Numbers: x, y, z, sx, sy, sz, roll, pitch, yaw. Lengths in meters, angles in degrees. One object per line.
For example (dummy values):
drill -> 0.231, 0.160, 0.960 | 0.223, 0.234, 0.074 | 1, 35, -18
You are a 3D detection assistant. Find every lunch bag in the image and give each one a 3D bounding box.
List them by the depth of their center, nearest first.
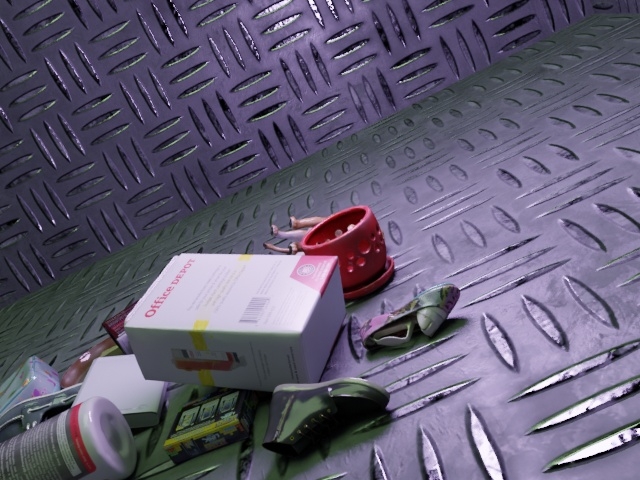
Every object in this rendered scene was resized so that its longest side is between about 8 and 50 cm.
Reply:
lunch bag -> -0.839, 0.449, 1.918 | 0.224, 0.108, 0.279 | -51, 20, -13

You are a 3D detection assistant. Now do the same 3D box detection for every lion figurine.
lion figurine -> 0.000, 0.000, 1.916 | 0.240, 0.142, 0.392 | -3, 0, -23

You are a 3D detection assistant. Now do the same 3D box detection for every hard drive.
hard drive -> -0.476, 0.359, 1.662 | 0.203, 0.040, 0.307 | -4, 16, -5

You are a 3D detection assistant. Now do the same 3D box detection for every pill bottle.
pill bottle -> -0.548, 0.457, 1.375 | 0.318, 0.176, 0.176 | -27, 17, 2

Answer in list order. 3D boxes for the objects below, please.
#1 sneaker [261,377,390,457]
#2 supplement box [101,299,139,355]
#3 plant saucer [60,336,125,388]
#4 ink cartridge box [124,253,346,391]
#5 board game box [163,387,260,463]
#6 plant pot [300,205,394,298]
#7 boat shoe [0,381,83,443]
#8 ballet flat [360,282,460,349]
sneaker -> 0.010, 0.307, 1.168 | 0.222, 0.083, 0.118 | -11, 41, 25
supplement box -> -0.530, 0.250, 1.956 | 0.130, 0.073, 0.239 | -34, 20, -20
plant saucer -> -0.603, 0.345, 1.995 | 0.310, 0.050, 0.310 | -26, 17, 8
ink cartridge box -> -0.168, 0.163, 1.453 | 0.384, 0.160, 0.279 | 1, 32, 18
board game box -> -0.213, 0.359, 1.372 | 0.170, 0.048, 0.141 | -23, 20, 14
plant pot -> 0.070, 0.036, 1.654 | 0.191, 0.174, 0.191 | -24, 17, 8
boat shoe -> -0.692, 0.452, 1.714 | 0.319, 0.116, 0.099 | -24, 13, -6
ballet flat -> 0.176, 0.160, 1.335 | 0.221, 0.077, 0.079 | -27, 35, 20
